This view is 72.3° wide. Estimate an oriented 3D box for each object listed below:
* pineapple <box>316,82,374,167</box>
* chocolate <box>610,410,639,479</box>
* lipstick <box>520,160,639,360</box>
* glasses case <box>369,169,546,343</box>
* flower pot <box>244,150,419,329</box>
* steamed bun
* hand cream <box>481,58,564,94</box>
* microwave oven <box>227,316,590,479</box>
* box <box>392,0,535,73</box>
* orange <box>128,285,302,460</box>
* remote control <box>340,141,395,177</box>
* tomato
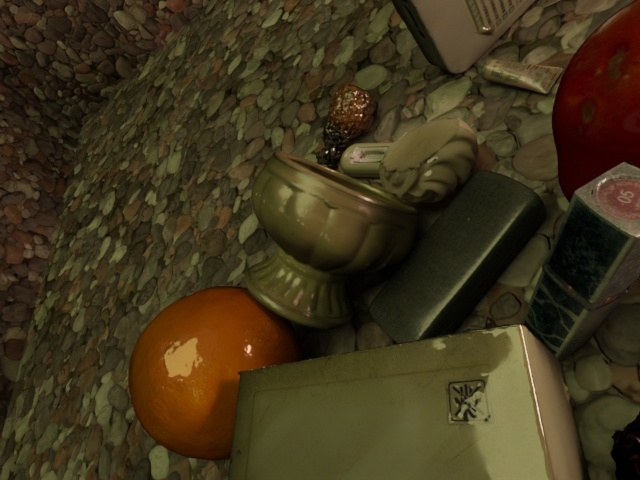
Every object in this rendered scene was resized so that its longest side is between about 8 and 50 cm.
[{"bbox_3d":[0.047,-0.267,1.038,0.108,0.108,0.198,39,104,46],"label":"pineapple"},{"bbox_3d":[0.369,0.239,0.437,0.156,0.133,0.156,-19,57,32],"label":"chocolate"},{"bbox_3d":[0.300,0.047,0.499,0.076,0.290,0.077,-30,53,-9],"label":"lipstick"},{"bbox_3d":[0.220,0.036,0.722,0.323,0.074,0.131,-52,45,4],"label":"glasses case"},{"bbox_3d":[0.000,0.000,0.792,0.307,0.307,0.244,37,108,46],"label":"flower pot"},{"bbox_3d":[0.195,-0.133,0.788,0.182,0.106,0.183,-31,29,19],"label":"steamed bun"},{"bbox_3d":[0.375,-0.314,0.829,0.143,0.039,0.061,31,81,37],"label":"hand cream"},{"bbox_3d":[0.105,0.308,0.539,0.394,0.247,0.333,-18,54,32],"label":"microwave oven"},{"bbox_3d":[0.289,-0.564,0.787,0.396,0.396,0.111,-45,47,9],"label":"box"},{"bbox_3d":[-0.180,0.232,0.792,0.312,0.312,0.312,-20,54,31],"label":"orange"},{"bbox_3d":[0.133,-0.175,0.942,0.221,0.042,0.078,9,71,42],"label":"remote control"},{"bbox_3d":[0.442,-0.127,0.486,0.325,0.293,0.290,-50,27,-5],"label":"tomato"}]
